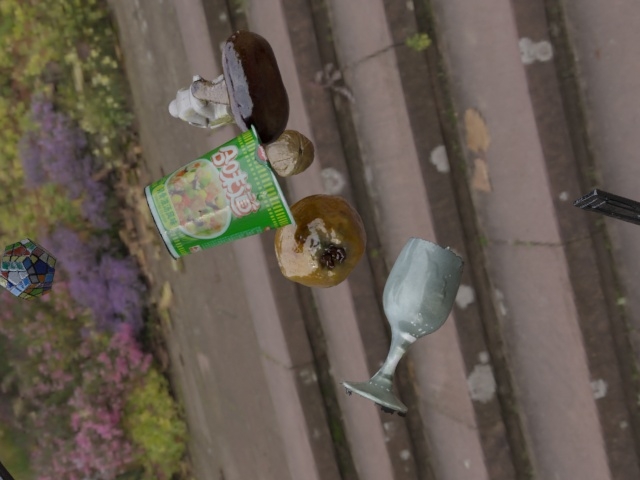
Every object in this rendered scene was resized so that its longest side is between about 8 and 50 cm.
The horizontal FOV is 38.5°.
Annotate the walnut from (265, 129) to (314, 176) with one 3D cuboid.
[{"bbox_3d":[-0.070,-0.192,2.029,0.124,0.105,0.105,-9,96,55],"label":"walnut"}]

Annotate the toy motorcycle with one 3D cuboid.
[{"bbox_3d":[-0.265,-0.344,2.267,0.340,0.222,0.108,136,130,-80],"label":"toy motorcycle"}]

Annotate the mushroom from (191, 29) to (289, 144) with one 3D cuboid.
[{"bbox_3d":[-0.175,-0.294,1.846,0.217,0.148,0.227,-7,96,43],"label":"mushroom"}]

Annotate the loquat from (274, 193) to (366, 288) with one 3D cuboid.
[{"bbox_3d":[0.000,0.000,1.816,0.234,0.176,0.187,-107,40,-71],"label":"loquat"}]

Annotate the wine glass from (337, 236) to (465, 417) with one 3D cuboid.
[{"bbox_3d":[0.156,0.155,1.685,0.321,0.143,0.143,-65,16,-2],"label":"wine glass"}]

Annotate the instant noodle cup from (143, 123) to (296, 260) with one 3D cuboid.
[{"bbox_3d":[-0.189,-0.079,1.668,0.207,0.232,0.207,158,90,-88],"label":"instant noodle cup"}]

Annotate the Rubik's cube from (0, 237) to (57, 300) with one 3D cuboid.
[{"bbox_3d":[-0.520,0.052,1.633,0.111,0.093,0.111,34,175,4],"label":"Rubik's cube"}]

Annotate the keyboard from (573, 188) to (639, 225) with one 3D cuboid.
[{"bbox_3d":[0.503,-0.043,1.454,0.061,0.204,0.013,140,140,-62],"label":"keyboard"}]

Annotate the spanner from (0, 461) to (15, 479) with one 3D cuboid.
[{"bbox_3d":[-0.672,0.539,1.992,0.316,0.024,0.087,51,-173,7],"label":"spanner"}]
